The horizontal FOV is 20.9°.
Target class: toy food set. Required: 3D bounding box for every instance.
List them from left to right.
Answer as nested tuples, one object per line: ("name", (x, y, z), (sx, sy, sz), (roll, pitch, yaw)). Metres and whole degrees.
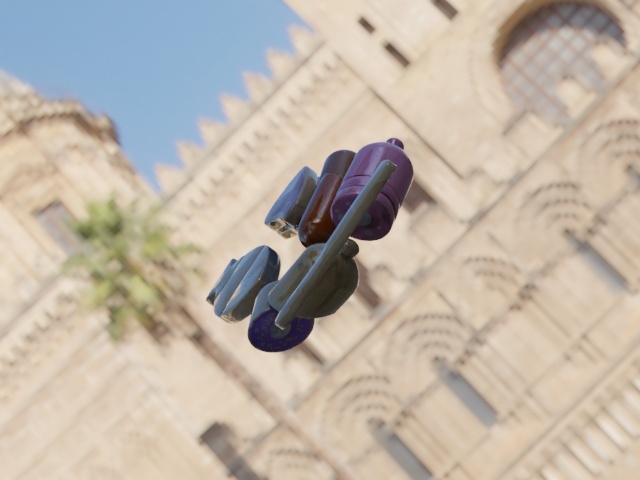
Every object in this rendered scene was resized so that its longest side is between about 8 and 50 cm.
("toy food set", (0.000, 0.000, 0.539), (0.078, 0.019, 0.122), (-56, 12, -2))
